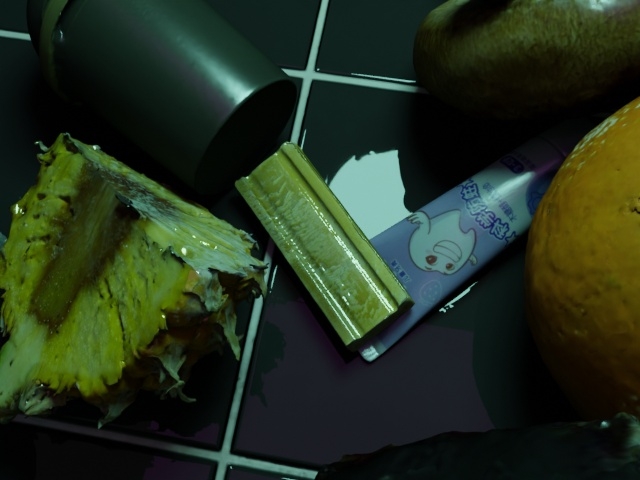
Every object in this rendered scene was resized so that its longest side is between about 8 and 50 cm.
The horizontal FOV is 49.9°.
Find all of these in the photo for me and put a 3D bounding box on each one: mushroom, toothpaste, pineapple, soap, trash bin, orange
[{"bbox_3d":[0.270,-0.243,0.774,0.344,0.239,0.345,5,28,-3],"label":"mushroom"},{"bbox_3d":[0.170,-0.012,0.809,0.371,0.080,0.125,-35,71,-1],"label":"toothpaste"},{"bbox_3d":[-0.210,0.081,0.751,0.344,0.209,0.286,38,101,39],"label":"pineapple"},{"bbox_3d":[0.000,0.000,0.802,0.092,0.037,0.252,-37,68,4],"label":"soap"},{"bbox_3d":[-0.208,-0.220,0.823,0.334,0.214,0.214,43,75,11],"label":"trash bin"},{"bbox_3d":[0.409,0.027,0.637,0.423,0.326,0.424,2,65,-4],"label":"orange"}]

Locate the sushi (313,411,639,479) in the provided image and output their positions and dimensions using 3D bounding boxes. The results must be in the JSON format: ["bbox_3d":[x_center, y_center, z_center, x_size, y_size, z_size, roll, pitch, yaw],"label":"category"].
[{"bbox_3d":[0.138,0.283,0.500,0.294,0.299,0.282,-13,58,22],"label":"sushi"}]

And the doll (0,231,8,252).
[{"bbox_3d":[-0.526,0.027,0.739,0.340,0.158,0.246,-16,106,-13],"label":"doll"}]
